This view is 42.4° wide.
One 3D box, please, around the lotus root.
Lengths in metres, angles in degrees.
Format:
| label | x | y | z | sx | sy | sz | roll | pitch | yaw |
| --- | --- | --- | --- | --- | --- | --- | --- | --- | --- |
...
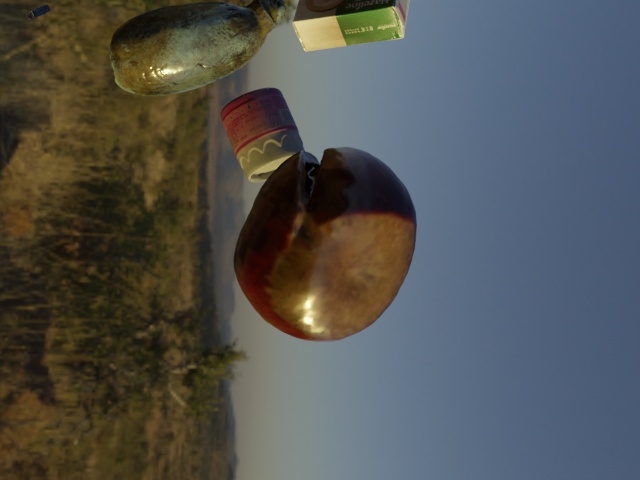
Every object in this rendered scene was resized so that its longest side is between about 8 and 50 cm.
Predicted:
| label | x | y | z | sx | sy | sz | roll | pitch | yaw |
| --- | --- | --- | --- | --- | --- | --- | --- | --- | --- |
| lotus root | -0.208 | -0.339 | 1.442 | 0.158 | 0.322 | 0.139 | 162 | -87 | -85 |

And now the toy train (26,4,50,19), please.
| label | x | y | z | sx | sy | sz | roll | pitch | yaw |
| --- | --- | --- | --- | --- | --- | --- | --- | --- | --- |
| toy train | -0.603 | -0.489 | 1.765 | 0.083 | 0.017 | 0.017 | -73 | 145 | -63 |

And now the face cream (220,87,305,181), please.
| label | x | y | z | sx | sy | sz | roll | pitch | yaw |
| --- | --- | --- | --- | --- | --- | --- | --- | --- | --- |
| face cream | -0.145 | -0.270 | 2.125 | 0.175 | 0.175 | 0.194 | 113 | -45 | -75 |

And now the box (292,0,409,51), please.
| label | x | y | z | sx | sy | sz | roll | pitch | yaw |
| --- | --- | --- | --- | --- | --- | --- | --- | --- | --- |
| box | 0.060 | -0.431 | 1.520 | 0.081 | 0.199 | 0.135 | 59 | 34 | -47 |

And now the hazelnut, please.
| label | x | y | z | sx | sy | sz | roll | pitch | yaw |
| --- | --- | --- | --- | --- | --- | --- | --- | --- | --- |
| hazelnut | 0.000 | 0.000 | 1.705 | 0.359 | 0.359 | 0.409 | -119 | -127 | -80 |
